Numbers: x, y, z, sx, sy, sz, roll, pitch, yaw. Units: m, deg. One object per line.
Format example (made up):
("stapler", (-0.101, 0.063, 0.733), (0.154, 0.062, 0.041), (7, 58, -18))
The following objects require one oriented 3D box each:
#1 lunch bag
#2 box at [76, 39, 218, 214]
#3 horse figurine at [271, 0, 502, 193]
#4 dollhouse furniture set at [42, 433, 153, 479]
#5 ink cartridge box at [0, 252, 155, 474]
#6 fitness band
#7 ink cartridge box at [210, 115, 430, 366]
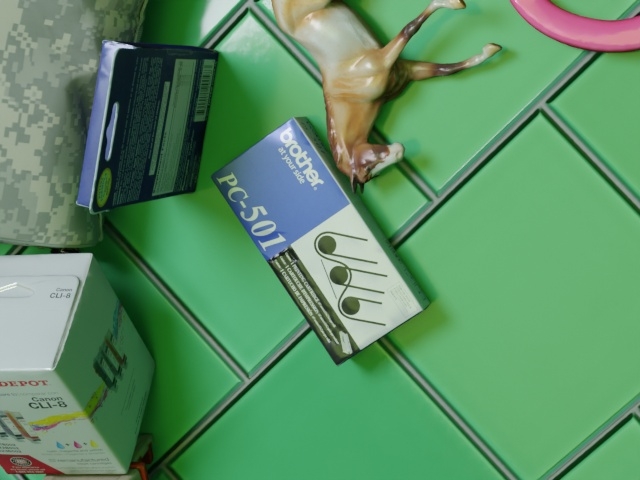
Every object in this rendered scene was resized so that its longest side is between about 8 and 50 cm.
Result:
("lunch bag", (-0.292, -0.145, 1.167), (0.256, 0.212, 0.305), (12, 100, -11))
("box", (-0.150, -0.100, 1.125), (0.037, 0.225, 0.136), (13, 100, 13))
("horse figurine", (0.028, -0.195, 1.145), (0.174, 0.066, 0.263), (-34, 95, 23))
("dollhouse furniture set", (-0.189, 0.330, 1.261), (0.262, 0.135, 0.259), (-3, 107, 15))
("ink cartridge box", (-0.245, 0.112, 1.185), (0.128, 0.127, 0.176), (-3, 139, 16))
("fitness band", (0.247, -0.300, 1.084), (0.209, 0.054, 0.290), (11, 101, 13))
("ink cartridge box", (0.000, 0.000, 1.191), (0.097, 0.046, 0.207), (-34, 87, 15))
